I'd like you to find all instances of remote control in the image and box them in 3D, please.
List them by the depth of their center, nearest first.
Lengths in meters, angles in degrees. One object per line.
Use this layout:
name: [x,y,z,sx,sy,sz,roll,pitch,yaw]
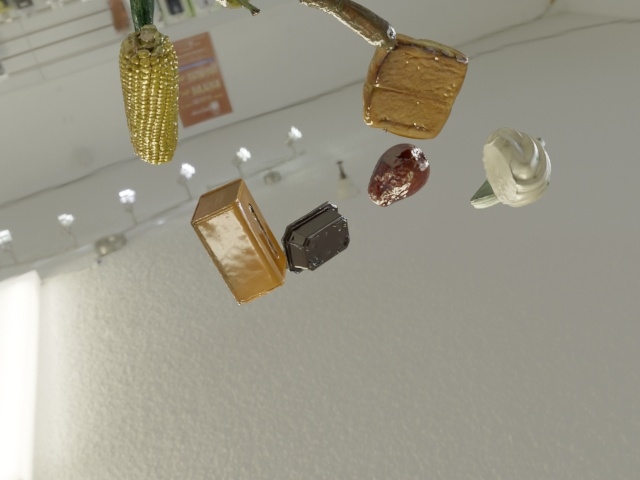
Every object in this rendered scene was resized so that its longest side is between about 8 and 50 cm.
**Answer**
remote control: [0.450,-0.162,1.782,0.233,0.038,0.098,-48,-163,-28]

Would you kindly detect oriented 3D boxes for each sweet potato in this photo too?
sweet potato: [0.073,-0.561,1.846,0.273,0.075,0.075,27,-156,-13]

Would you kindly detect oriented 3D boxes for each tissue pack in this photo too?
tissue pack: [-0.213,0.001,1.995,0.145,0.274,0.194,-23,-157,12]

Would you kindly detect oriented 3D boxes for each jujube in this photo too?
jujube: [0.277,-0.232,2.695,0.255,0.190,0.190,-47,-168,28]

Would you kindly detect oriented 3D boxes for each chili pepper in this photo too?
chili pepper: [-0.440,-0.515,1.848,0.059,0.227,0.088,4,-150,1]

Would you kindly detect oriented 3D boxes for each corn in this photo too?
corn: [-0.417,-0.341,1.821,0.144,0.387,0.144,5,-133,-6]

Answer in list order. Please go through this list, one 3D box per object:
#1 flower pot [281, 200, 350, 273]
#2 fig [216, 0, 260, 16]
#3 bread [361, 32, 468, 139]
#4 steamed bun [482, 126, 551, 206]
flower pot: [0.000,0.000,2.320,0.084,0.179,0.251,21,-138,40]
fig: [-0.192,-0.557,1.630,0.149,0.149,0.245,-19,-136,-5]
bread: [0.298,-0.514,2.489,0.337,0.328,0.148,6,-152,-21]
steamed bun: [0.429,-0.160,1.605,0.106,0.183,0.183,-19,-154,-5]
